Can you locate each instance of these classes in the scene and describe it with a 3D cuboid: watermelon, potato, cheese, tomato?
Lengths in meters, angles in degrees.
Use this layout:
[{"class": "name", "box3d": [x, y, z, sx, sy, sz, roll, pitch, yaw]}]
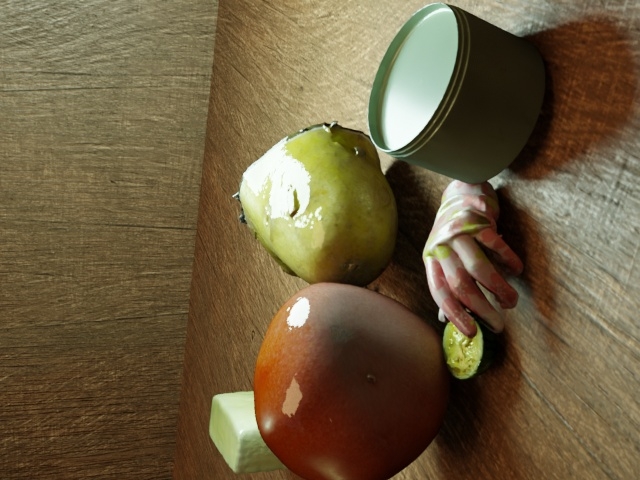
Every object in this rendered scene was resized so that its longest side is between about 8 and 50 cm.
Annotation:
[{"class": "watermelon", "box3d": [0.233, 0.161, 1.220, 0.105, 0.062, 0.105, -21, 66, 60]}, {"class": "potato", "box3d": [0.000, 0.000, 1.492, 0.397, 0.290, 0.296, 118, 150, -43]}, {"class": "cheese", "box3d": [-0.092, 0.414, 1.777, 0.242, 0.265, 0.124, -168, 79, -68]}, {"class": "tomato", "box3d": [0.058, 0.229, 1.287, 0.273, 0.341, 0.341, 112, 151, -61]}]

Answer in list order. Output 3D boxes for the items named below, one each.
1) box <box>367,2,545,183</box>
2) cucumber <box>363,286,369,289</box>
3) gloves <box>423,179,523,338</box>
[{"class": "box", "box3d": [0.188, -0.210, 1.145, 0.226, 0.149, 0.226, -42, 39, 48]}, {"class": "cucumber", "box3d": [0.075, 0.197, 1.631, 0.069, 0.069, 0.227, -139, 57, -63]}, {"class": "gloves", "box3d": [0.212, 0.028, 1.173, 0.145, 0.126, 0.241, -25, 37, 38]}]
